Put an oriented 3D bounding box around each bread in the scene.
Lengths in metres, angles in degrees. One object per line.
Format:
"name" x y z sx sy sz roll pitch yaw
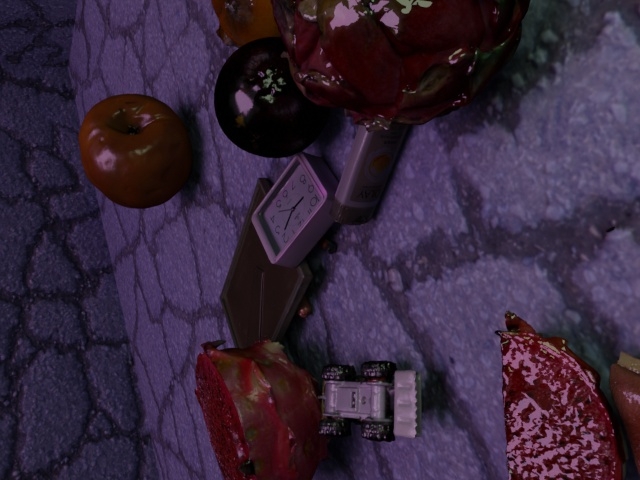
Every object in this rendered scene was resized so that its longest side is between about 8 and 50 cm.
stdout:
"bread" 0.381 0.206 0.543 0.192 0.067 0.119 30 111 49

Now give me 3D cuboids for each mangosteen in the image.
"mangosteen" -0.091 -0.267 1.046 0.265 0.228 0.228 140 121 -84

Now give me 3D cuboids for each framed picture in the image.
"framed picture" -0.152 0.119 1.313 0.326 0.028 0.446 64 142 38

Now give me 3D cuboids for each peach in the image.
"peach" -0.559 -0.267 1.633 0.301 0.343 0.342 101 148 -63

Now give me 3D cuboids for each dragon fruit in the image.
"dragon fruit" 0.100 -0.294 0.665 0.329 0.329 0.329 14 107 54
"dragon fruit" -0.114 0.376 1.129 0.371 0.249 0.386 2 105 61
"dragon fruit" 0.294 0.220 0.643 0.126 0.161 0.274 -6 82 28

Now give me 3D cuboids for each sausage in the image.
"sausage" -0.048 0.135 1.191 0.083 0.034 0.034 55 137 38

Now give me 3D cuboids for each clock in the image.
"clock" -0.048 -0.062 1.079 0.197 0.063 0.150 -50 49 26

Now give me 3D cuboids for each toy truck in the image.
"toy truck" 0.092 0.283 0.947 0.286 0.111 0.136 -18 65 53

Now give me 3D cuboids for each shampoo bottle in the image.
"shampoo bottle" 0.084 -0.132 0.904 0.056 0.086 0.227 52 134 40

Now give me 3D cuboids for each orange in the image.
"orange" -0.124 -0.483 1.047 0.224 0.170 0.224 23 133 27

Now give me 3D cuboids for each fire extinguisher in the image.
"fire extinguisher" 0.000 0.000 1.104 0.083 0.028 0.022 42 161 44

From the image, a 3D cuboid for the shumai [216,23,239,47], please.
"shumai" -0.171 -0.476 1.194 0.145 0.116 0.145 10 102 54
